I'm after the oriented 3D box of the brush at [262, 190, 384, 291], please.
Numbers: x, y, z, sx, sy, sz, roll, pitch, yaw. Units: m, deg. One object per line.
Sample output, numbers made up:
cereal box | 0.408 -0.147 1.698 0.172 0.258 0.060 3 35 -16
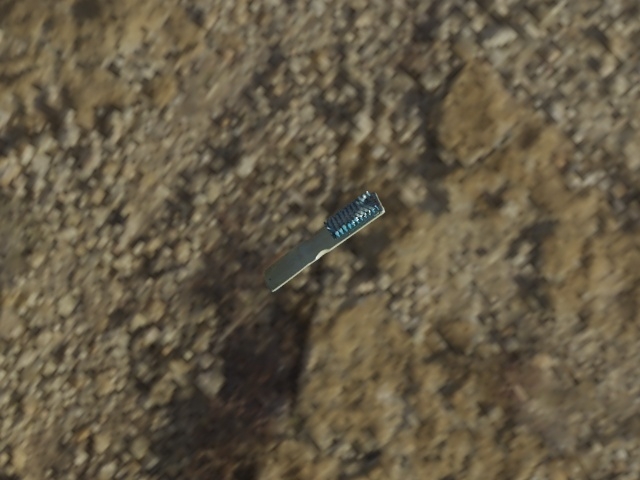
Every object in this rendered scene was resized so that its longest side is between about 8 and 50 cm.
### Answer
brush | 0.000 0.000 1.088 0.013 0.084 0.016 39 18 -56
